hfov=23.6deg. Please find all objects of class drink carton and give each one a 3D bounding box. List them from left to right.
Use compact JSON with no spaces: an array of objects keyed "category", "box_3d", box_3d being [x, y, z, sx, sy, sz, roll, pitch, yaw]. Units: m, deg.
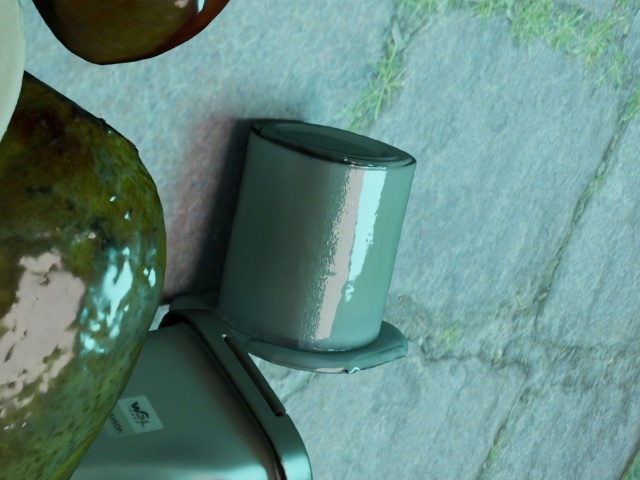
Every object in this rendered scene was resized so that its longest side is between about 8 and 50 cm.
[{"category":"drink carton","box_3d":[0.000,0.000,1.377,0.185,0.191,0.189,-2,110,-53]}]

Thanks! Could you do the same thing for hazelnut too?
[{"category":"hazelnut","box_3d":[-0.122,-0.232,1.009,0.181,0.181,0.212,-24,126,-17]}]

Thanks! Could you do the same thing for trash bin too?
[{"category":"trash bin","box_3d":[-0.169,0.190,1.251,0.250,0.220,0.219,-6,138,-45]}]

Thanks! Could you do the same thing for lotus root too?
[{"category":"lotus root","box_3d":[-0.243,0.054,1.009,0.346,0.250,0.250,-60,149,7]}]

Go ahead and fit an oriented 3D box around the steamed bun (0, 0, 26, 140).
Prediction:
[{"category":"steamed bun","box_3d":[-0.278,-0.109,0.813,0.232,0.145,0.232,-1,91,-52]}]
